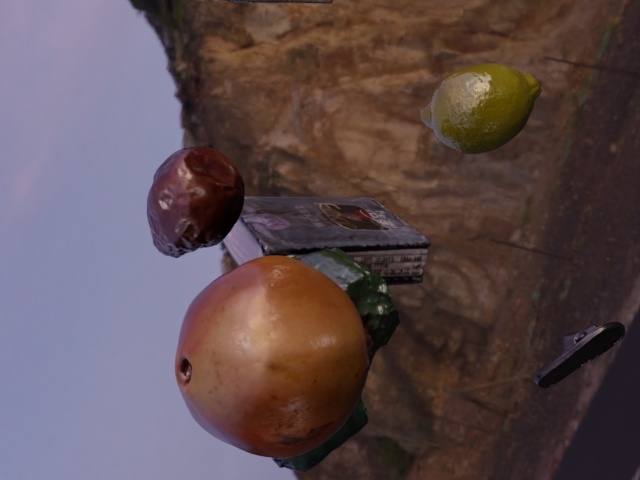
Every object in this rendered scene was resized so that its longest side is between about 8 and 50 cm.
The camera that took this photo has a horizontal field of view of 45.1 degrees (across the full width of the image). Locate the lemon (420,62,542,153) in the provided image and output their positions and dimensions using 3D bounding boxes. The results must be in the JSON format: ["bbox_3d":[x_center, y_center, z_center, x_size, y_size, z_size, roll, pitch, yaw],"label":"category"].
[{"bbox_3d":[0.328,-0.268,1.565,0.184,0.249,0.184,-14,-90,-73],"label":"lemon"}]

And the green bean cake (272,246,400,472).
[{"bbox_3d":[-0.013,0.167,1.231,0.308,0.300,0.169,-33,-56,-15],"label":"green bean cake"}]

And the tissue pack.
[{"bbox_3d":[0.000,0.000,1.505,0.259,0.362,0.122,-132,47,-55],"label":"tissue pack"}]

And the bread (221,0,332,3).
[{"bbox_3d":[-0.071,-0.339,0.977,0.152,0.105,0.077,-19,-61,-38],"label":"bread"}]

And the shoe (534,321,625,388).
[{"bbox_3d":[0.389,0.165,1.189,0.159,0.053,0.062,-41,-50,11],"label":"shoe"}]

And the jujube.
[{"bbox_3d":[-0.220,-0.053,1.293,0.236,0.168,0.168,-46,16,50],"label":"jujube"}]

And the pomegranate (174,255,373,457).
[{"bbox_3d":[-0.053,0.120,0.796,0.209,0.209,0.209,15,-90,-79],"label":"pomegranate"}]

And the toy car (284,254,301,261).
[{"bbox_3d":[-0.067,0.057,1.026,0.122,0.035,0.059,-18,-73,-44],"label":"toy car"}]
